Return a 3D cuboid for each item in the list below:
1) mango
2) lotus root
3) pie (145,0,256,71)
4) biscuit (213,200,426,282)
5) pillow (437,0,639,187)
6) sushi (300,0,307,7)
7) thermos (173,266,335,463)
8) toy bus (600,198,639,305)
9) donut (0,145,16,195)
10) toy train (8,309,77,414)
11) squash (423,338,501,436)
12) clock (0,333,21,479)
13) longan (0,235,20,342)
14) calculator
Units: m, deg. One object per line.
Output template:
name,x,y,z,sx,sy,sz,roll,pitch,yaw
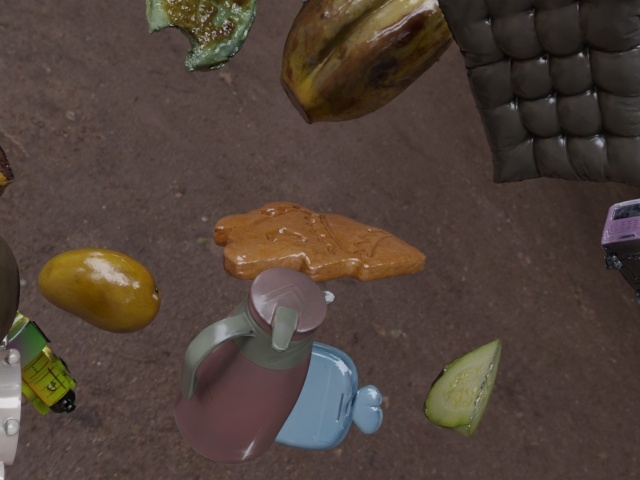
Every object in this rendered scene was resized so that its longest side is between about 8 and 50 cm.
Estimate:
mango,-0.461,0.099,1.410,0.254,0.175,0.139,27,18,-18
lotus root,0.060,-0.295,0.961,0.193,0.291,0.193,45,15,-16
pie,-0.268,-0.544,1.520,0.302,0.067,0.303,-10,105,-42
biscuit,0.000,0.000,0.960,0.306,0.043,0.284,9,19,5
pillow,0.281,-0.199,0.772,0.101,0.228,0.326,-53,132,-35
sushi,0.071,-0.421,1.121,0.210,0.193,0.040,-16,53,-3
thermos,-0.088,0.148,0.795,0.176,0.265,0.146,-15,57,-36
toy bus,0.534,0.025,1.064,0.199,0.096,0.108,40,56,-31
donut,-0.568,-0.094,1.042,0.151,0.112,0.295,30,16,-14
toy train,-0.537,0.222,1.212,0.160,0.296,0.100,28,59,31
squash,0.301,0.338,1.493,0.155,0.204,0.237,17,52,25
clock,-0.429,0.216,0.856,0.063,0.155,0.229,3,61,-31
longan,-0.412,0.058,0.717,0.189,0.189,0.189,27,40,-26
calculator,-0.040,0.266,1.154,0.302,0.188,0.042,10,2,11
